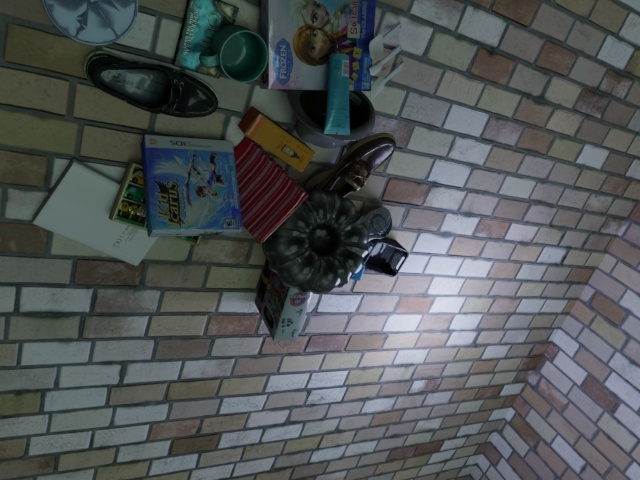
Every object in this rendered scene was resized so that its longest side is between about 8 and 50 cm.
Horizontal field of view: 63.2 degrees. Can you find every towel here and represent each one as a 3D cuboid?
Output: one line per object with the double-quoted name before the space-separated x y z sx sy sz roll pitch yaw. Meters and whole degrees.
"towel" -0.188 -0.150 1.486 0.199 0.275 0.031 -46 158 3

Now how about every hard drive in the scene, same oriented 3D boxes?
"hard drive" -0.593 -0.068 1.443 0.307 0.040 0.203 31 101 -39

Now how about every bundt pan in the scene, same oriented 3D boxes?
"bundt pan" 0.000 0.000 1.526 0.331 0.124 0.330 0 89 -16

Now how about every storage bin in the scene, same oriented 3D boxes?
"storage bin" 0.228 0.054 1.959 0.180 0.084 0.122 18 110 -36

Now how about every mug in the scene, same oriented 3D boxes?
"mug" -0.222 -0.479 1.311 0.158 0.097 0.129 15 111 -42

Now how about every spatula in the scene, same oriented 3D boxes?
"spatula" 0.196 -0.534 1.514 0.242 0.019 0.168 -49 140 -41

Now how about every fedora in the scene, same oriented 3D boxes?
"fedora" 0.021 -0.354 1.517 0.275 0.243 0.124 -19 157 -31

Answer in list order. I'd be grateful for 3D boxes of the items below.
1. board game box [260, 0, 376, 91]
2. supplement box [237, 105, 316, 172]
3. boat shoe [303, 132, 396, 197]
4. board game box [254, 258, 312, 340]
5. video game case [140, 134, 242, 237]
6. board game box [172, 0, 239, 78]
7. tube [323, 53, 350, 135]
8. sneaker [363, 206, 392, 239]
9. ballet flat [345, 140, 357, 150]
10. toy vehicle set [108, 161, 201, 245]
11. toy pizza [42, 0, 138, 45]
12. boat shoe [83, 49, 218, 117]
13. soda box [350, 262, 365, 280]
"board game box" -0.004 -0.566 1.393 0.318 0.066 0.318 -8 110 -25
"supplement box" -0.126 -0.295 1.536 0.233 0.080 0.078 31 103 -38
"boat shoe" 0.103 -0.202 1.641 0.342 0.123 0.123 -32 140 13
"board game box" -0.116 0.146 1.735 0.098 0.224 0.303 4 117 -29
"video game case" -0.347 -0.146 1.408 0.244 0.269 0.061 -2 165 -28
"board game box" -0.293 -0.521 1.327 0.126 0.026 0.186 7 116 -32
"tube" 0.048 -0.388 1.391 0.080 0.052 0.207 -2 98 -21
"sneaker" 0.136 -0.030 1.839 0.297 0.129 0.111 -35 110 -31
"ballet flat" 0.096 -0.333 1.663 0.052 0.057 0.168 4 117 0
"toy vehicle set" -0.438 -0.098 1.472 0.267 0.035 0.166 20 90 -40
"toy pizza" -0.519 -0.548 1.178 0.201 0.032 0.201 -15 127 -21
"boat shoe" -0.405 -0.376 1.300 0.340 0.113 0.127 17 110 -36
"soda box" 0.046 0.088 1.858 0.210 0.071 0.067 7 117 -18
